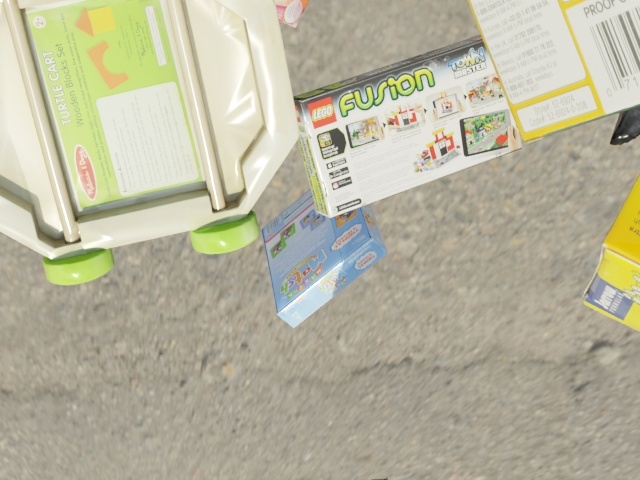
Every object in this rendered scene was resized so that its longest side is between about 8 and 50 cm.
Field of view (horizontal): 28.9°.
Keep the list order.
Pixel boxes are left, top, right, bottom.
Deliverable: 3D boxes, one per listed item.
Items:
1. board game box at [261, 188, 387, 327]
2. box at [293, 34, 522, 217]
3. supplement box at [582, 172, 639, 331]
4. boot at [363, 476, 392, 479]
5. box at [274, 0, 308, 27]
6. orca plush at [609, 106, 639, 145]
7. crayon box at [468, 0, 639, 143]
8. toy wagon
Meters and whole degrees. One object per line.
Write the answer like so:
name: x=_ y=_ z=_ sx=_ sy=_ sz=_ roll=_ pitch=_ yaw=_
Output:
board game box: x=0.000 y=0.000 z=1.637 sx=0.160 sy=0.211 sz=0.039 roll=-39 pitch=118 yaw=15
box: x=0.081 y=-0.108 z=1.151 sx=0.206 sy=0.036 sz=0.114 roll=-20 pitch=106 yaw=-17
supplement box: x=0.437 y=-0.069 z=1.258 sx=0.195 sy=0.194 sz=0.357 roll=27 pitch=77 yaw=14
boot: x=0.112 y=0.397 z=1.233 sx=0.260 sy=0.131 sz=0.348 roll=3 pitch=99 yaw=-30
box: x=-0.125 y=-0.381 z=1.563 sx=0.256 sy=0.128 sz=0.123 roll=31 pitch=98 yaw=33
orca plush: x=0.346 y=-0.022 z=0.924 sx=0.287 sy=0.102 sz=0.151 roll=19 pitch=41 yaw=-4
crayon box: x=0.143 y=-0.235 z=0.703 sx=0.083 sy=0.203 sz=0.323 roll=-25 pitch=95 yaw=-27
toy wagon: x=-0.195 y=-0.102 z=0.947 sx=0.344 sy=0.068 sz=0.267 roll=-12 pitch=110 yaw=-5
